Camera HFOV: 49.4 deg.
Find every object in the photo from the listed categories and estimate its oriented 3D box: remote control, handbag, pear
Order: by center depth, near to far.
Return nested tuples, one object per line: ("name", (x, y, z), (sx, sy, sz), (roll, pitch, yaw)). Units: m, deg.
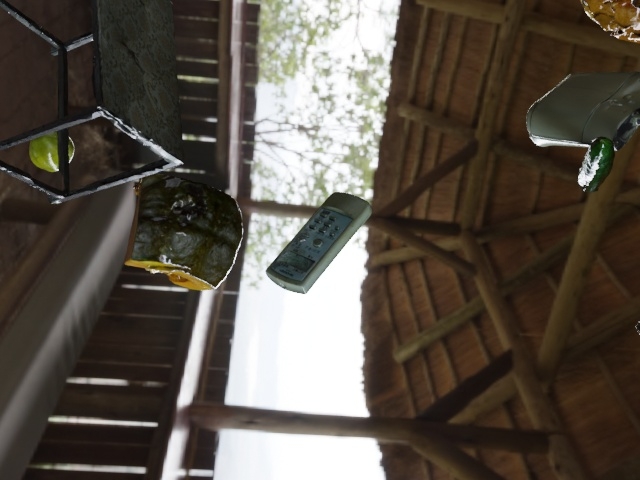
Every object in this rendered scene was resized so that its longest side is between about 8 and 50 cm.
("remote control", (0.000, 0.000, 1.307), (0.233, 0.098, 0.038), (-50, 140, -24))
("handbag", (0.578, -0.248, 1.354), (0.315, 0.241, 0.109), (22, -33, 56))
("pear", (-0.575, -0.195, 1.476), (0.097, 0.092, 0.092), (59, 3, -12))

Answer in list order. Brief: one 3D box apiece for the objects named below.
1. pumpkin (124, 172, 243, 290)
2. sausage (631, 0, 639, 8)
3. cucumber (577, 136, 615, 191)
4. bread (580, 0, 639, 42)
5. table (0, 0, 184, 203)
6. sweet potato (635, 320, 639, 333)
("pumpkin", (-0.326, -0.014, 1.665), (0.256, 0.303, 0.225), (-3, -108, 42))
("sausage", (0.697, -0.570, 1.344), (0.109, 0.109, 0.270), (-93, -167, -62))
("cucumber", (0.494, -0.127, 1.258), (0.284, 0.056, 0.056), (33, 59, -70))
("bread", (0.846, -0.681, 1.739), (0.204, 0.337, 0.358), (-51, 175, -39))
("table", (-0.412, -0.279, 1.168), (0.222, 0.272, 0.334), (38, 41, -63))
("sweet potato", (0.545, 0.218, 0.944), (0.124, 0.098, 0.310), (47, 15, -21))
